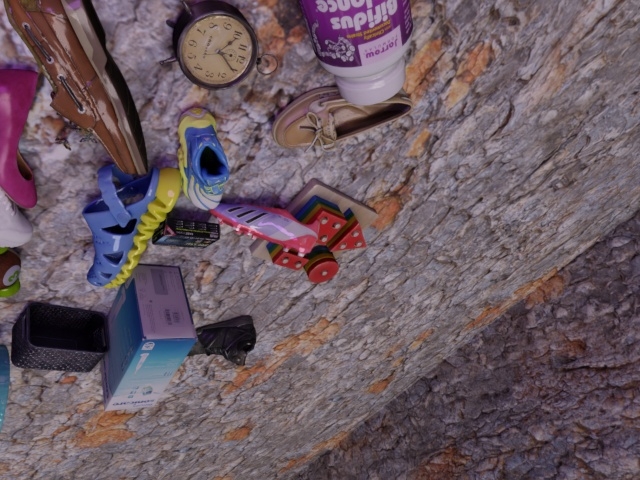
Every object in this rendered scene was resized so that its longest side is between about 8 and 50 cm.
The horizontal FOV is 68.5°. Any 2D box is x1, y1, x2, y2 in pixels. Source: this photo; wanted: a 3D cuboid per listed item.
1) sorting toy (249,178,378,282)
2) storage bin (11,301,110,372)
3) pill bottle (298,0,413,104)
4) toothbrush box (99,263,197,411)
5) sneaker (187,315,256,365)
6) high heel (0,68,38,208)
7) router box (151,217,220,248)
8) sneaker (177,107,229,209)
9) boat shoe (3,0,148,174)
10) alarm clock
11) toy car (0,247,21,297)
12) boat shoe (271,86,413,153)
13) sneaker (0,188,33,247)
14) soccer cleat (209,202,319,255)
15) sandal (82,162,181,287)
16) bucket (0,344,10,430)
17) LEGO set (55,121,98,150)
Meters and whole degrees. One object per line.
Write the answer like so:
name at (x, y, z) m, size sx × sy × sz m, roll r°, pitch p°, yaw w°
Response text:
sorting toy at (0.000, 0.000, 1.207) m, size 0.255 × 0.089 × 0.257 m, roll 21°, pitch 122°, yaw -45°
storage bin at (-0.596, 0.225, 1.083) m, size 0.084 × 0.122 × 0.180 m, roll -44°, pitch 140°, yaw 21°
pill bottle at (0.055, -0.369, 0.737) m, size 0.169 × 0.169 × 0.301 m, roll -27°, pitch 143°, yaw 0°
toothbrush box at (-0.424, 0.233, 1.121) m, size 0.126 × 0.216 × 0.295 m, roll 10°, pitch 129°, yaw -38°
sneaker at (-0.293, 0.312, 1.368) m, size 0.227 × 0.130 × 0.087 m, roll -13°, pitch 139°, yaw -14°
high heel at (-0.473, -0.156, 0.755) m, size 0.117 × 0.082 × 0.244 m, roll -19°, pitch 137°, yaw -19°
router box at (-0.293, -0.014, 1.023) m, size 0.122 × 0.038 × 0.092 m, roll 7°, pitch 163°, yaw -36°
sneaker at (-0.222, -0.122, 0.896) m, size 0.091 × 0.126 × 0.240 m, roll -15°, pitch 141°, yaw -15°
boat shoe at (-0.356, -0.229, 0.717) m, size 0.104 × 0.111 × 0.307 m, roll -16°, pitch 132°, yaw -9°
alarm clock at (-0.154, -0.311, 0.766) m, size 0.192 × 0.064 × 0.129 m, roll 9°, pitch 130°, yaw -35°
toy car at (-0.633, 0.098, 0.854) m, size 0.149 × 0.188 × 0.155 m, roll -5°, pitch 138°, yaw -26°
boat shoe at (0.042, -0.249, 0.936) m, size 0.285 × 0.089 × 0.104 m, roll -24°, pitch 144°, yaw -4°
sneaker at (-0.564, -0.074, 0.785) m, size 0.095 × 0.090 × 0.235 m, roll -35°, pitch 145°, yaw -5°
soccer cleat at (-0.123, -0.043, 1.053) m, size 0.248 × 0.095 × 0.083 m, roll 22°, pitch 171°, yaw -5°
sandal at (-0.394, -0.036, 0.915) m, size 0.138 × 0.126 × 0.317 m, roll 23°, pitch 118°, yaw -29°
bucket at (-0.787, 0.335, 0.984) m, size 0.183 × 0.281 × 0.281 m, roll 14°, pitch 127°, yaw -42°
LEGO set at (-0.410, -0.186, 0.798) m, size 0.083 × 0.023 × 0.054 m, roll -13°, pitch 141°, yaw 3°
